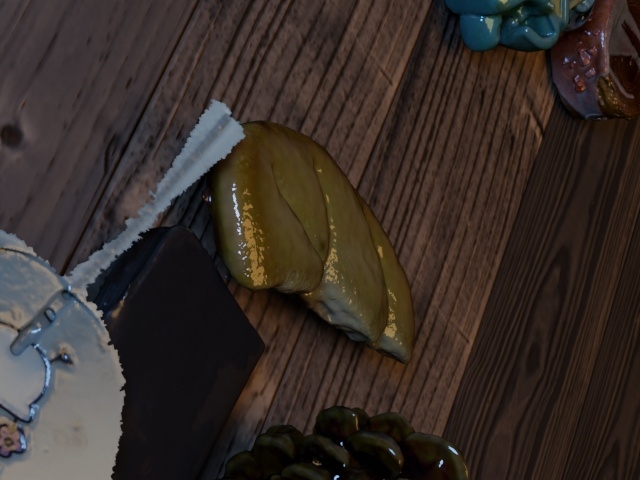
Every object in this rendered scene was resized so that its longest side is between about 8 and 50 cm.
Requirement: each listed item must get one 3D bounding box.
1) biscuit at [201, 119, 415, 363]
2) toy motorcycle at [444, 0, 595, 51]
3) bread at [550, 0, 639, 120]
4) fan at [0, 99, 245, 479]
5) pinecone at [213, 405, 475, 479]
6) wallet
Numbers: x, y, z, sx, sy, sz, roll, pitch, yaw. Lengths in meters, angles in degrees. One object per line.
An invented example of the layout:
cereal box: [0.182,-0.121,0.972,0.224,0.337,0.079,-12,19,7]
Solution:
biscuit: [0.000,-0.003,1.128,0.299,0.045,0.154,31,50,-57]
toy motorcycle: [0.173,-0.281,1.352,0.198,0.109,0.296,-55,134,-24]
bread: [0.309,-0.209,1.549,0.160,0.073,0.160,-9,102,-52]
fan: [-0.171,0.049,0.882,0.233,0.012,0.415,54,54,-16]
pinecone: [0.004,0.237,1.021,0.257,0.243,0.243,-14,106,-11]
wallet: [-0.139,0.143,0.949,0.165,0.042,0.309,57,48,-38]
